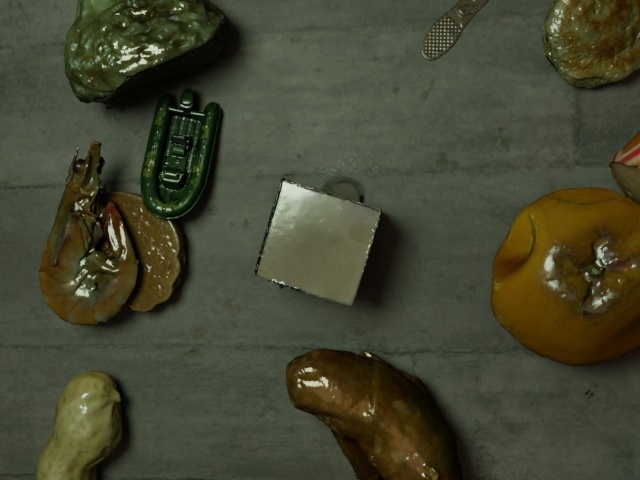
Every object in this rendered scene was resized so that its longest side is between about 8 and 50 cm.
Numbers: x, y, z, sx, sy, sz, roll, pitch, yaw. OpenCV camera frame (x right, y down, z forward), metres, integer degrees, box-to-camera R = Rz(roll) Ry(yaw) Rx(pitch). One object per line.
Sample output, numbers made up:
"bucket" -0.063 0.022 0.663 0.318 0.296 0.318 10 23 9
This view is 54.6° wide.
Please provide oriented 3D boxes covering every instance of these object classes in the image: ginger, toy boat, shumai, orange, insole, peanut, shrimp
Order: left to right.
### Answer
"peanut" -0.393 0.336 1.002 0.117 0.101 0.263 27 97 26
"shrimp" -0.343 -0.003 0.947 0.152 0.063 0.287 17 101 6
"shumai" -0.277 -0.327 0.908 0.256 0.189 0.218 -22 91 3
"toy boat" -0.221 -0.133 0.966 0.104 0.052 0.210 12 81 -4
"ginger" 0.090 0.276 0.909 0.321 0.172 0.165 48 136 9
"insole" 0.202 -0.328 0.931 0.045 0.002 0.135 44 98 3
"orange" 0.360 0.052 0.837 0.249 0.183 0.248 0 92 10

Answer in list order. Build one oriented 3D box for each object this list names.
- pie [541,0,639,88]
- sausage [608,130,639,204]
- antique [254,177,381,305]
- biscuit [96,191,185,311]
"pie" 0.396 -0.308 0.868 0.163 0.079 0.193 32 97 -3
"sausage" 0.550 -0.122 0.779 0.233 0.233 0.287 42 98 4
"antique" 0.000 0.000 0.904 0.152 0.148 0.146 18 96 6
"biscuit" -0.313 0.012 0.999 0.208 0.049 0.180 16 96 9
